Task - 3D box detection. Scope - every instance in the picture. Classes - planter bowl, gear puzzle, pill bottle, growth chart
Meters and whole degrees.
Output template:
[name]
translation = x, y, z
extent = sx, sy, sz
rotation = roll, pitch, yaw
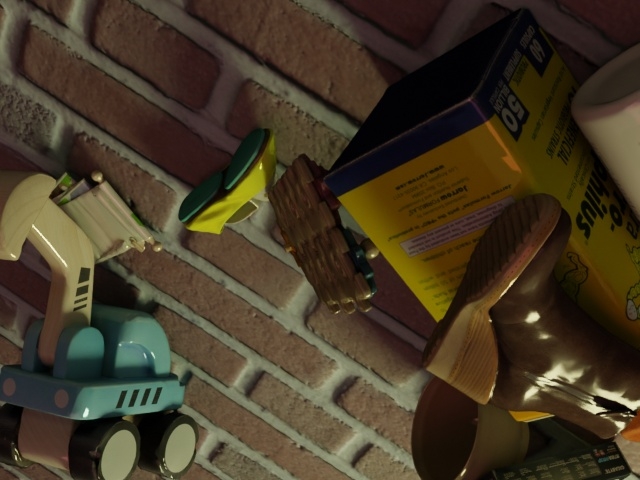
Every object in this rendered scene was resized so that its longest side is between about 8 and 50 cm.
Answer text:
[planter bowl]
translation = 0.209, 0.260, 1.199
extent = 0.109, 0.162, 0.162
rotation = 17, 140, -22
[gear puzzle]
translation = 0.000, 0.000, 1.048
extent = 0.175, 0.044, 0.339
rotation = 63, 168, 0
[pill bottle]
translation = 0.349, -0.070, 0.844
extent = 0.131, 0.131, 0.229
rotation = -23, 113, 40
[growth chart]
translation = -0.362, -0.031, 1.345
extent = 0.237, 0.021, 0.172
rotation = -13, 119, 40

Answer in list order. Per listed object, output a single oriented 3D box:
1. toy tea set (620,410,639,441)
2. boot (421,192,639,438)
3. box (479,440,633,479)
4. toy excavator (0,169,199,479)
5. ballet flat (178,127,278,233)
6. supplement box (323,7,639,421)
[toy tea set]
translation = 0.447, 0.123, 0.993
extent = 0.336, 0.124, 0.200
rotation = -24, 142, 37
[boot]
translation = 0.228, 0.076, 0.814
extent = 0.206, 0.090, 0.248
rotation = 20, 134, -4
[box]
translation = 0.279, 0.344, 1.192
extent = 0.175, 0.220, 0.051
rotation = -58, 45, 45
[toy excavator]
translation = -0.371, 0.140, 1.360
extent = 0.222, 0.433, 0.445
rotation = 5, 86, 29
[ballet flat]
translation = -0.101, -0.069, 1.149
extent = 0.077, 0.077, 0.231
rotation = 27, 142, -24
[supplement box]
translation = 0.209, -0.017, 0.923
extent = 0.195, 0.194, 0.356
rotation = -25, 112, 41
